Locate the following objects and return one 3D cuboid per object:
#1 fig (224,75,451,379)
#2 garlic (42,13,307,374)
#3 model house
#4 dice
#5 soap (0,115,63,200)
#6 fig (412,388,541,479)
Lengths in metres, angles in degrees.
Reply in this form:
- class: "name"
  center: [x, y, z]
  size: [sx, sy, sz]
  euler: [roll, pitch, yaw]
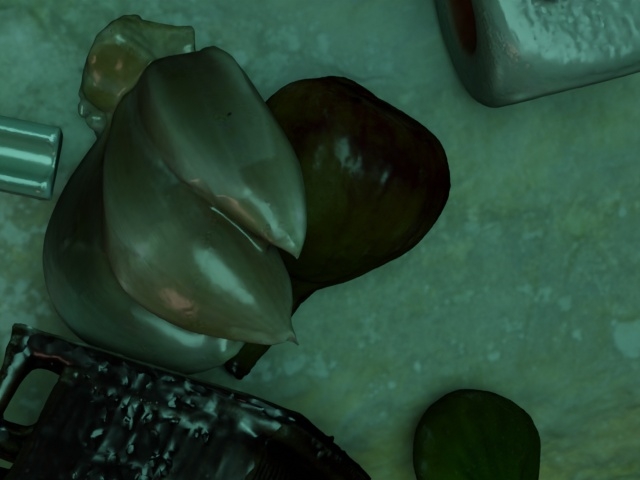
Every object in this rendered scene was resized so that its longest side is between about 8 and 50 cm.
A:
- class: "fig"
  center: [-0.021, -0.026, 1.343]
  size: [0.190, 0.190, 0.290]
  euler: [44, 120, -7]
- class: "garlic"
  center: [-0.136, -0.020, 1.257]
  size: [0.132, 0.279, 0.325]
  euler: [7, 48, -35]
- class: "model house"
  center: [-0.147, 0.267, 1.253]
  size: [0.297, 0.317, 0.282]
  euler: [11, 71, 21]
- class: "dice"
  center: [0.212, -0.230, 1.337]
  size: [0.192, 0.193, 0.194]
  euler: [-14, 92, -7]
- class: "soap"
  center: [-0.328, -0.084, 1.296]
  size: [0.198, 0.119, 0.066]
  euler: [11, 90, -9]
- class: "fig"
  center: [0.148, 0.205, 1.356]
  size: [0.123, 0.156, 0.123]
  euler: [-1, 97, -7]
